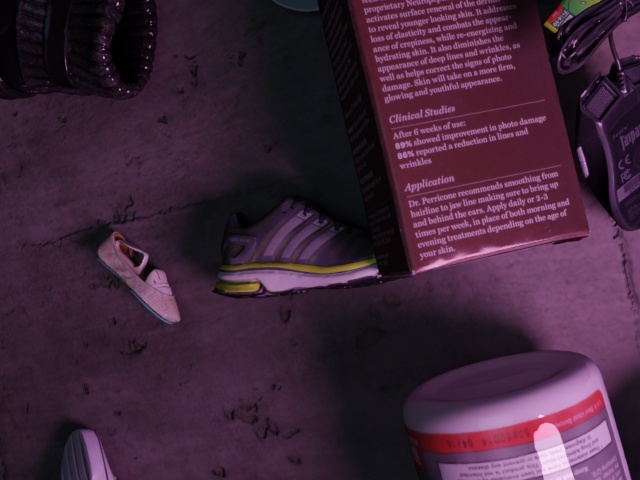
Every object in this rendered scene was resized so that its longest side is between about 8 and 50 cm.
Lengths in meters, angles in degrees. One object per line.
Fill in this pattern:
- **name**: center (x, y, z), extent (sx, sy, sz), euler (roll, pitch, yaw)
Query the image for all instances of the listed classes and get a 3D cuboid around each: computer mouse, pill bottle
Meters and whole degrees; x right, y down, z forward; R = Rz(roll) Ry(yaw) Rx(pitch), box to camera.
- **computer mouse**: center (0.316, -0.147, 0.684), extent (0.184, 0.262, 0.060), euler (-41, 33, -7)
- **pill bottle**: center (0.228, 0.315, 0.714), extent (0.210, 0.210, 0.363), euler (-16, 88, 23)

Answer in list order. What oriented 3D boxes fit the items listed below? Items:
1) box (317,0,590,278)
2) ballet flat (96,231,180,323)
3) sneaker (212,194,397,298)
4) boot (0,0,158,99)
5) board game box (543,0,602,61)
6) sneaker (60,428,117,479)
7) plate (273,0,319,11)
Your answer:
- **box**: center (0.120, -0.165, 0.711), extent (0.191, 0.143, 0.381), euler (-11, 89, -9)
- **ballet flat**: center (-0.253, 0.049, 0.976), extent (0.168, 0.057, 0.052), euler (39, 98, 15)
- **sneaker**: center (0.000, 0.000, 0.841), extent (0.300, 0.111, 0.121), euler (-8, 83, 18)
- **boot**: center (-0.359, -0.361, 0.938), extent (0.260, 0.131, 0.348), euler (2, 106, 29)
- **board game box**: center (0.306, -0.273, 0.693), extent (0.043, 0.092, 0.181), euler (42, 108, 13)
- **sneaker**: center (-0.313, 0.401, 1.017), extent (0.094, 0.091, 0.258), euler (-41, 58, 25)
- **plate**: center (-0.006, -0.377, 0.851), extent (0.188, 0.024, 0.188), euler (2, 95, 22)
